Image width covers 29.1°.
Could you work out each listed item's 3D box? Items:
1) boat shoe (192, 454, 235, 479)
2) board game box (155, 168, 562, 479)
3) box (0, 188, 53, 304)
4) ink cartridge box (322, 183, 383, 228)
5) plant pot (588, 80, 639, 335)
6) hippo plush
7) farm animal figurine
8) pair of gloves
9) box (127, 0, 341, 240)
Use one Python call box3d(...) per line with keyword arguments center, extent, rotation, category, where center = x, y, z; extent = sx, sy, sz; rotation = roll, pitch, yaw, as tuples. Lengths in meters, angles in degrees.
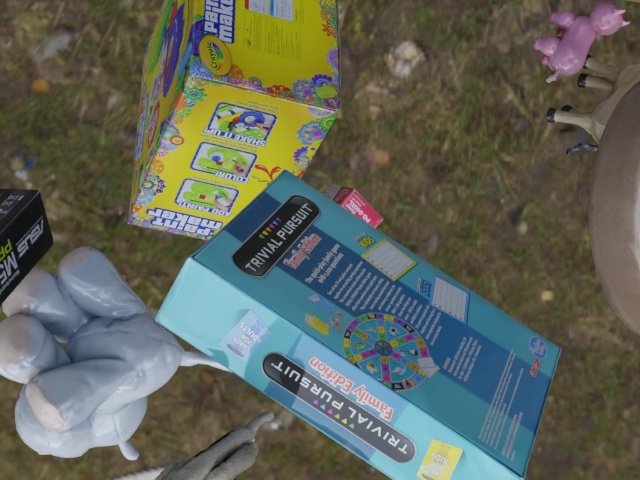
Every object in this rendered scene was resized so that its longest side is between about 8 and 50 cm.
box3d(center=(-0.107, 0.241, 1.249), extent=(0.042, 0.133, 0.049), rotation=(-8, 93, -6), category="boat shoe")
box3d(center=(0.049, 0.090, 1.151), extent=(0.336, 0.254, 0.079), rotation=(33, 117, 4), category="board game box")
box3d(center=(-0.385, 0.043, 1.048), extent=(0.216, 0.270, 0.060), rotation=(2, 122, 18), category="box")
box3d(center=(0.000, 0.000, 1.677), extent=(0.150, 0.109, 0.063), rotation=(-47, 107, -6), category="ink cartridge box")
box3d(center=(0.410, -0.029, 1.114), extent=(0.229, 0.263, 0.263), rotation=(3, 132, 48), category="plant pot")
box3d(center=(-0.298, 0.159, 1.614), extent=(0.294, 0.234, 0.236), rotation=(-14, 154, -27), category="hippo plush")
box3d(center=(0.411, -0.290, 1.465), extent=(0.172, 0.327, 0.330), rotation=(23, 130, 36), category="farm animal figurine")
box3d(center=(-0.158, 0.232, 1.045), extent=(0.240, 0.204, 0.042), rotation=(-40, 80, 35), category="pair of gloves")
box3d(center=(-0.107, -0.193, 1.494), extent=(0.177, 0.290, 0.279), rotation=(12, 141, -17), category="box")
